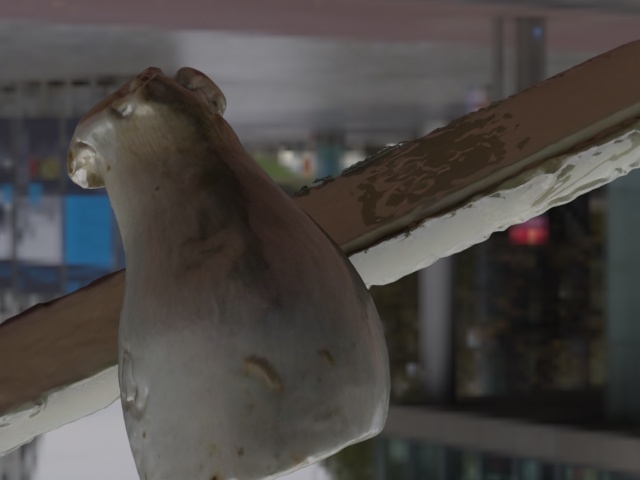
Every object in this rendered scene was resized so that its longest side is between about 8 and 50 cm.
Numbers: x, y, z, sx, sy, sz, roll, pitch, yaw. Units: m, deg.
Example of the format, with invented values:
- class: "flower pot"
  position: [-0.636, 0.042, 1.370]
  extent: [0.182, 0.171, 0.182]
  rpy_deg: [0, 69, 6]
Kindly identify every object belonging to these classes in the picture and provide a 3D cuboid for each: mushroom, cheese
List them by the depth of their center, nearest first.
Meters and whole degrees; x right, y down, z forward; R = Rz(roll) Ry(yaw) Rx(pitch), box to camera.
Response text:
- class: "mushroom"
  position: [-0.042, 0.012, 0.839]
  extent: [0.116, 0.225, 0.093]
  rpy_deg: [-17, 152, 1]
- class: "cheese"
  position: [0.001, 0.003, 0.934]
  extent: [0.400, 0.034, 0.085]
  rpy_deg: [-25, -146, 0]
